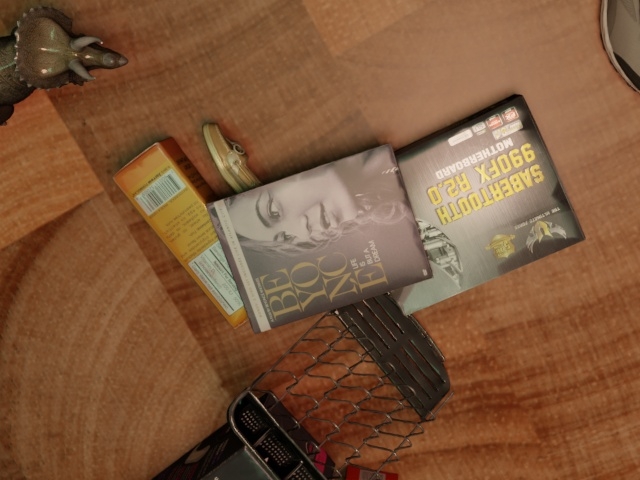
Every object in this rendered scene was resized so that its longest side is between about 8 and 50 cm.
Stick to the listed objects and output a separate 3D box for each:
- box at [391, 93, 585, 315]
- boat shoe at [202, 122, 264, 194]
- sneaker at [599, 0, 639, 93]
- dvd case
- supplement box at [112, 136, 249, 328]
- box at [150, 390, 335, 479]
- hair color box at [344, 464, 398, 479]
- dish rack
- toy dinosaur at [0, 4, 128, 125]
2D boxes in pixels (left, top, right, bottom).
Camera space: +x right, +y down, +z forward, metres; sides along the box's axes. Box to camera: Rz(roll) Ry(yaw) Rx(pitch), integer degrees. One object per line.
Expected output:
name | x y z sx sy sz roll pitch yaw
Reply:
box | 0.163 -0.039 0.917 0.231 0.056 0.183 -24 99 12
boat shoe | -0.089 -0.079 0.941 0.048 0.056 0.153 -30 100 3
sneaker | 0.345 -0.271 0.813 0.100 0.108 0.271 -15 103 8
dvd case | 0.000 0.000 0.898 0.221 0.018 0.164 -18 101 6
supplement box | -0.144 -0.010 0.951 0.080 0.078 0.233 -34 98 10
box | -0.131 0.346 0.991 0.270 0.165 0.143 -39 96 14
hair color box | 0.059 0.376 1.039 0.072 0.043 0.141 10 104 4
dish rack | 0.038 0.185 0.911 0.271 0.074 0.208 -42 97 -25
toy dinosaur | -0.367 -0.183 0.892 0.314 0.160 0.121 -24 99 11
